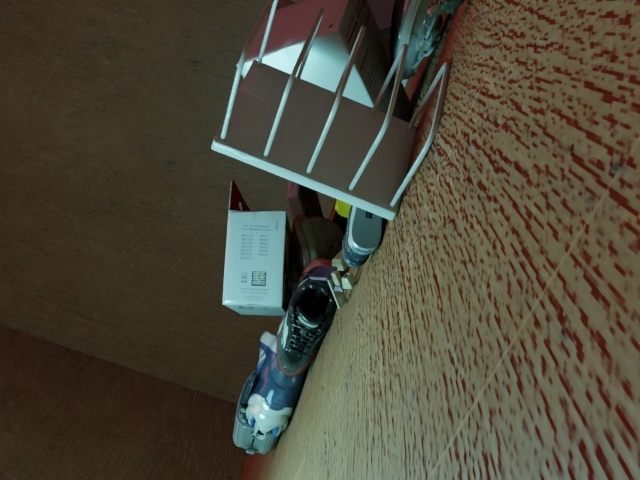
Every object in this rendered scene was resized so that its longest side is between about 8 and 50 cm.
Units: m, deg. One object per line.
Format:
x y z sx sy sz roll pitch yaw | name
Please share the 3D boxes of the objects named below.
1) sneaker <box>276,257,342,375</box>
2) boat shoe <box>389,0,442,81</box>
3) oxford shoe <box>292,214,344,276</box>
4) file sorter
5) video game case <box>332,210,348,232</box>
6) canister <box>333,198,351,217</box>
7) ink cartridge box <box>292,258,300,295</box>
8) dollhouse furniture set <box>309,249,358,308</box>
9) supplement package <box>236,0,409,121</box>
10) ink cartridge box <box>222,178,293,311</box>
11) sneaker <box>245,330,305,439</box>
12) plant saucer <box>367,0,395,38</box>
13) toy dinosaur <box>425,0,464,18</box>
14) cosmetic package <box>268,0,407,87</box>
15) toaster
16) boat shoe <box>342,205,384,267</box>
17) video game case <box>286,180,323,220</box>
-0.034 0.176 1.432 0.135 0.097 0.276 -70 1 -73 | sneaker
0.186 -0.405 1.137 0.118 0.103 0.321 -89 10 -49 | boat shoe
0.000 0.000 1.628 0.348 0.130 0.123 -89 -3 -74 | oxford shoe
0.022 -0.194 0.955 0.173 0.277 0.193 118 171 -52 | file sorter
0.081 -0.127 2.056 0.248 0.035 0.275 -123 52 -88 | video game case
0.077 -0.126 1.631 0.170 0.073 0.126 -86 15 -77 | canister
-0.062 0.143 1.810 0.225 0.056 0.181 125 125 -77 | ink cartridge box
0.059 0.068 1.231 0.114 0.091 0.081 -45 -58 -38 | dollhouse furniture set
0.017 -0.286 1.244 0.263 0.199 0.198 59 -148 -34 | supplement package
-0.132 0.027 1.556 0.309 0.130 0.272 87 -175 -81 | ink cartridge box
-0.121 0.356 1.660 0.323 0.130 0.236 159 134 -80 | sneaker
0.118 -0.521 1.527 0.318 0.317 0.044 -73 -28 -43 | plant saucer
0.218 -0.446 0.969 0.118 0.064 0.268 -108 34 -62 | toy dinosaur
0.028 -0.436 1.645 0.197 0.365 0.155 -72 2 -53 | cosmetic package
-0.150 0.438 1.767 0.227 0.129 0.147 -76 3 -50 | toaster
0.073 -0.049 1.097 0.083 0.065 0.183 116 172 -62 | boat shoe
-0.035 -0.074 1.972 0.300 0.036 0.329 -88 -14 -53 | video game case
